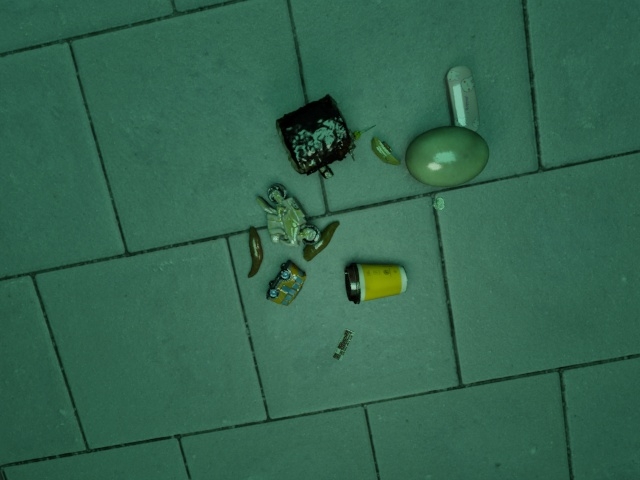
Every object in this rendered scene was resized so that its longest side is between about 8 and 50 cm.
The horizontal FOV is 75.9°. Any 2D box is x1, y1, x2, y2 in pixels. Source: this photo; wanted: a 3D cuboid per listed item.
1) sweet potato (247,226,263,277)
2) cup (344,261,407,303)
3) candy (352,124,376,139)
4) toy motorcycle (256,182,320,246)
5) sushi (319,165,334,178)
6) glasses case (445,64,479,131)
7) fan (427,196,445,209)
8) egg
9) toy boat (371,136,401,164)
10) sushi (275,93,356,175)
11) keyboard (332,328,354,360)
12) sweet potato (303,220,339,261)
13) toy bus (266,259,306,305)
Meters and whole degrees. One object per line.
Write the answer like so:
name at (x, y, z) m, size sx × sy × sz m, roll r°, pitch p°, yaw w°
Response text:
sweet potato at (-0.312, 0.062, 1.962) m, size 0.078 × 0.058 × 0.256 m, roll 6°, pitch 103°, yaw 17°
cup at (0.252, 0.192, 1.913) m, size 0.279 × 0.196 × 0.197 m, roll -4°, pitch 100°, yaw -7°
candy at (0.201, -0.497, 1.870) m, size 0.122 × 0.035 × 0.035 m, roll -27°, pitch 142°, yaw -4°
toy motorcycle at (-0.166, -0.089, 1.901) m, size 0.222 × 0.108 × 0.341 m, roll -37°, pitch 86°, yaw 16°
sushi at (0.021, -0.322, 1.902) m, size 0.046 × 0.044 × 0.083 m, roll -36°, pitch 96°, yaw 29°
glasses case at (0.628, -0.617, 1.813) m, size 0.113 × 0.075 × 0.297 m, roll -13°, pitch 100°, yaw 2°
fan at (0.550, -0.164, 1.929) m, size 0.080 × 0.003 × 0.060 m, roll -41°, pitch 96°, yaw 7°
egg at (0.543, -0.360, 1.770) m, size 0.351 × 0.258 × 0.259 m, roll 1°, pitch 100°, yaw -1°
toy boat at (0.297, -0.401, 1.867) m, size 0.172 × 0.065 × 0.066 m, roll 45°, pitch 78°, yaw -9°
sushi at (-0.021, -0.441, 1.748) m, size 0.294 × 0.299 × 0.282 m, roll -23°, pitch 114°, yaw 3°
keyboard at (0.116, 0.523, 2.049) m, size 0.055 × 0.017 × 0.166 m, roll 24°, pitch 99°, yaw -3°
sweet potato at (0.000, 0.000, 1.935) m, size 0.077 × 0.077 × 0.244 m, roll 41°, pitch 100°, yaw -6°
toy bus at (-0.158, 0.207, 1.950) m, size 0.136 × 0.126 × 0.210 m, roll 31°, pitch 98°, yaw -13°
